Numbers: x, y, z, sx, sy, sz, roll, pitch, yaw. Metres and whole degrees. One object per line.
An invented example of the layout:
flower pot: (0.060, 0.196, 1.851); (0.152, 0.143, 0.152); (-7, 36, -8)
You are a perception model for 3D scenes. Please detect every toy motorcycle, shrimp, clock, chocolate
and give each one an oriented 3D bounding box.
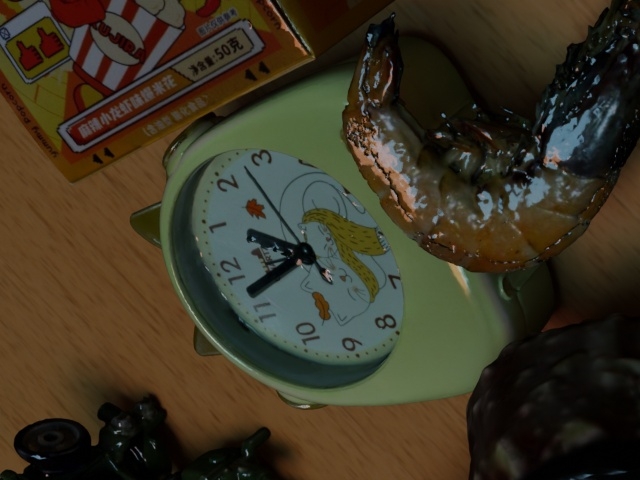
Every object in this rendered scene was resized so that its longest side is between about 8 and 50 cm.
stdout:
toy motorcycle: (-0.169, 0.251, 1.662); (0.275, 0.205, 0.127); (24, 126, 27)
shrimp: (0.142, -0.117, 1.261); (0.222, 0.054, 0.290); (33, 108, -10)
clock: (0.000, 0.000, 1.458); (0.348, 0.117, 0.286); (-13, 109, 39)
chocolate: (0.256, 0.159, 1.295); (0.340, 0.210, 0.225); (-6, 130, 6)

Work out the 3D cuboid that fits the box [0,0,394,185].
box: (-0.120, -0.229, 1.340); (0.283, 0.214, 0.259); (-24, 100, 41)
